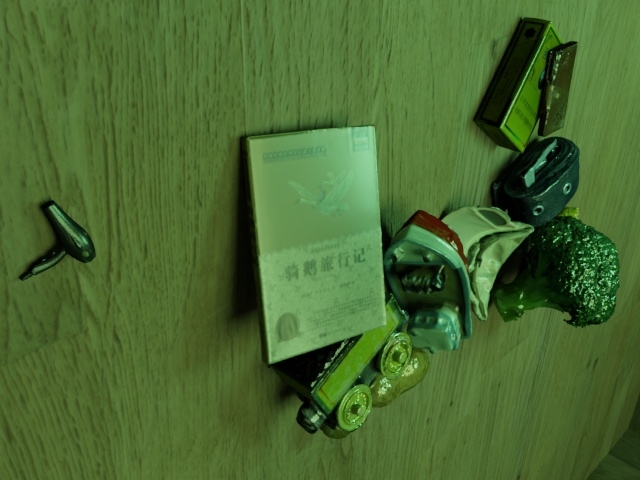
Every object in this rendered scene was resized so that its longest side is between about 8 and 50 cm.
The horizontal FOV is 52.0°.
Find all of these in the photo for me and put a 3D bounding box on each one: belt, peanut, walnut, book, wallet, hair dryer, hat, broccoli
[{"bbox_3d":[0.473,-0.138,1.405,0.218,0.122,0.128,-42,134,-24],"label":"belt"},{"bbox_3d":[0.134,0.247,1.240,0.226,0.095,0.108,-18,153,-51],"label":"peanut"},{"bbox_3d":[0.032,0.317,1.194,0.092,0.092,0.092,-26,129,-38],"label":"walnut"},{"bbox_3d":[0.000,0.000,0.927,0.217,0.021,0.310,-12,104,-33],"label":"book"},{"bbox_3d":[0.466,-0.293,1.288,0.095,0.026,0.176,-29,132,-36],"label":"wallet"},{"bbox_3d":[-0.289,0.008,0.695,0.083,0.031,0.079,-40,126,-16],"label":"hair dryer"},{"bbox_3d":[0.307,0.028,1.352,0.226,0.164,0.219,28,93,-13],"label":"hat"},{"bbox_3d":[0.530,0.086,1.489,0.297,0.297,0.297,-31,144,15],"label":"broccoli"}]

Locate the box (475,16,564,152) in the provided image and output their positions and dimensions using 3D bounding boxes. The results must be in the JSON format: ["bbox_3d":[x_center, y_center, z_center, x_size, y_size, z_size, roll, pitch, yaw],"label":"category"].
[{"bbox_3d":[0.393,-0.297,1.270,0.141,0.064,0.220,24,91,-53],"label":"box"}]

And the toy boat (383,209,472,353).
[{"bbox_3d":[0.191,0.089,1.172,0.332,0.145,0.133,66,33,-44],"label":"toy boat"}]

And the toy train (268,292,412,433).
[{"bbox_3d":[0.039,0.190,1.091,0.261,0.134,0.177,-49,131,-19],"label":"toy train"}]

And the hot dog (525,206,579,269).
[{"bbox_3d":[0.606,0.026,1.674,0.123,0.093,0.261,34,84,-51],"label":"hot dog"}]
